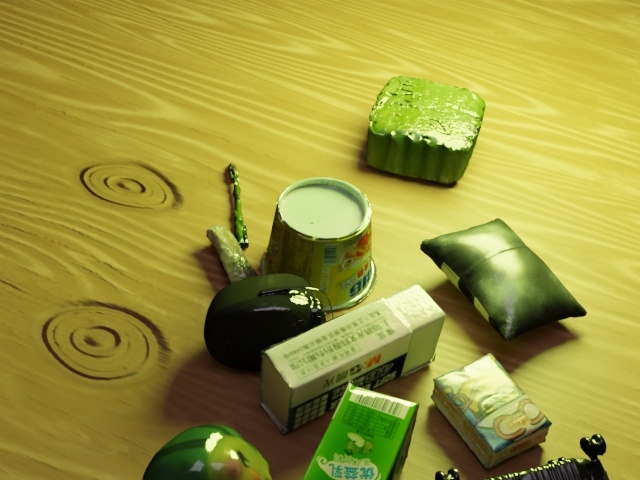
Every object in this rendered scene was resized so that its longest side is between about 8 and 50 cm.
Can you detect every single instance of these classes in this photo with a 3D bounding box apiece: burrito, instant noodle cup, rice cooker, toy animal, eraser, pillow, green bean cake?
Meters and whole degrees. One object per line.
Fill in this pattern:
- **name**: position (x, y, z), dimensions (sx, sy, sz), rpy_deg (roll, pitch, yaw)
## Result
- **burrito**: position (-0.149, 0.034, 1.796), dimensions (0.051, 0.042, 0.171), rpy_deg (8, 40, -39)
- **instant noodle cup**: position (0.000, 0.000, 1.771), dimensions (0.205, 0.153, 0.205), rpy_deg (2, 45, -2)
- **rice cooker**: position (-0.081, 0.126, 1.638), dimensions (0.203, 0.142, 0.118), rpy_deg (-8, 36, -2)
- **toy animal**: position (-0.165, 0.386, 1.322), dimensions (0.191, 0.216, 0.338), rpy_deg (-23, 32, 22)
- **eraser**: position (0.048, 0.178, 1.604), dimensions (0.287, 0.130, 0.086), rpy_deg (-21, 51, -27)
- **pillow**: position (0.308, 0.061, 1.768), dimensions (0.186, 0.106, 0.250), rpy_deg (-16, 49, -31)
- **green bean cake**: position (0.202, -0.214, 2.042), dimensions (0.214, 0.113, 0.200), rpy_deg (15, 47, 11)

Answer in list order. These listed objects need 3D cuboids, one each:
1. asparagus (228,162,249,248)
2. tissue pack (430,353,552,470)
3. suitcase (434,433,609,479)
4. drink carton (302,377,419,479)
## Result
- **asparagus**: position (-0.153, -0.070, 1.926), dimensions (0.022, 0.023, 0.233), rpy_deg (35, 29, -36)
- **tissue pack**: position (0.256, 0.255, 1.588), dimensions (0.116, 0.065, 0.155), rpy_deg (-21, 49, -24)
- **suitcase**: position (0.272, 0.432, 1.268), dimensions (0.230, 0.152, 0.335), rpy_deg (-11, 67, -14)
- **drink carton**: position (0.036, 0.338, 1.415), dimensions (0.108, 0.161, 0.271), rpy_deg (18, 43, 14)
